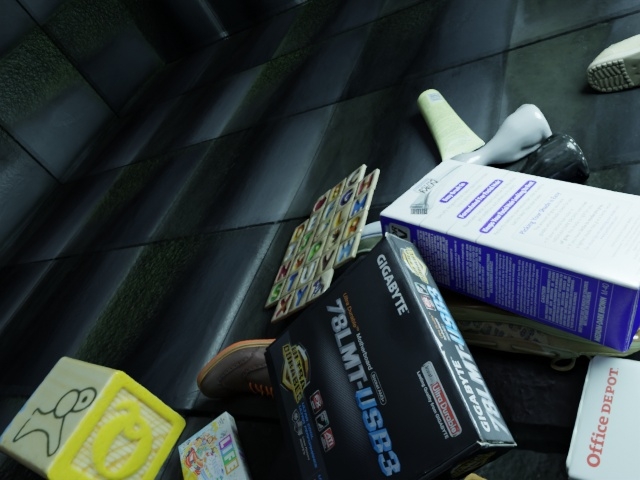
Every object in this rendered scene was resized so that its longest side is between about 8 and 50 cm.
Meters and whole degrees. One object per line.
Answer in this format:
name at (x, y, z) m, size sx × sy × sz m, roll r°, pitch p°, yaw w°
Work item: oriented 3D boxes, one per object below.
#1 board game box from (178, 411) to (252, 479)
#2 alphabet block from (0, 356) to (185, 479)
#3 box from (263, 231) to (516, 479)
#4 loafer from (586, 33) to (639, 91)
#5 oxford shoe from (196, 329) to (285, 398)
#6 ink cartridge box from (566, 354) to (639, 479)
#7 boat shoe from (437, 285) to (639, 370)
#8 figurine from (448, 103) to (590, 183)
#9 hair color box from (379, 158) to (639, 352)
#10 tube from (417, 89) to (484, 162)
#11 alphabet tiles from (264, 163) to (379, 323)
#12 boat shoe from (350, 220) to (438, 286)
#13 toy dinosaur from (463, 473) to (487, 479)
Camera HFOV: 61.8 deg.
board game box at (-0.172, 0.369, 0.869) m, size 0.103 × 0.026 × 0.154 m, roll -36°, pitch 35°, yaw -1°
alphabet block at (-0.400, 0.342, 0.946) m, size 0.197 × 0.193 × 0.192 m, roll 0°, pitch 50°, yaw 39°
box at (0.058, 0.192, 0.694) m, size 0.293 × 0.073 × 0.295 m, roll -47°, pitch 43°, yaw 30°
loafer at (0.629, -0.346, 0.965) m, size 0.268 × 0.102 × 0.092 m, roll 1°, pitch 55°, yaw 41°
oxford shoe at (-0.096, 0.228, 0.914) m, size 0.271 × 0.097 × 0.098 m, roll -24°, pitch 43°, yaw 15°
ink cartridge box at (0.379, 0.215, 0.541) m, size 0.208 × 0.087 × 0.153 m, roll 4°, pitch 51°, yaw 41°
boat shoe at (0.294, 0.115, 0.742) m, size 0.285 × 0.089 × 0.104 m, roll 8°, pitch 32°, yaw 41°
figurine at (0.339, -0.137, 0.984) m, size 0.209 × 0.092 × 0.215 m, roll -30°, pitch 35°, yaw 14°
hair color box at (0.272, -0.001, 0.730) m, size 0.339 × 0.110 × 0.185 m, roll 22°, pitch 46°, yaw 38°
tube at (0.278, -0.254, 1.193) m, size 0.240 × 0.062 × 0.070 m, roll -105°, pitch 29°, yaw -48°
alphabet tiles at (0.000, 0.000, 1.070) m, size 0.285 × 0.011 × 0.342 m, roll -34°, pitch 28°, yaw 45°
boat shoe at (0.166, 0.031, 0.910) m, size 0.302 × 0.109 × 0.094 m, roll 0°, pitch 46°, yaw 36°
toy dinosaur at (0.156, 0.303, 0.645) m, size 0.112 × 0.064 × 0.211 m, roll -10°, pitch 43°, yaw 33°
